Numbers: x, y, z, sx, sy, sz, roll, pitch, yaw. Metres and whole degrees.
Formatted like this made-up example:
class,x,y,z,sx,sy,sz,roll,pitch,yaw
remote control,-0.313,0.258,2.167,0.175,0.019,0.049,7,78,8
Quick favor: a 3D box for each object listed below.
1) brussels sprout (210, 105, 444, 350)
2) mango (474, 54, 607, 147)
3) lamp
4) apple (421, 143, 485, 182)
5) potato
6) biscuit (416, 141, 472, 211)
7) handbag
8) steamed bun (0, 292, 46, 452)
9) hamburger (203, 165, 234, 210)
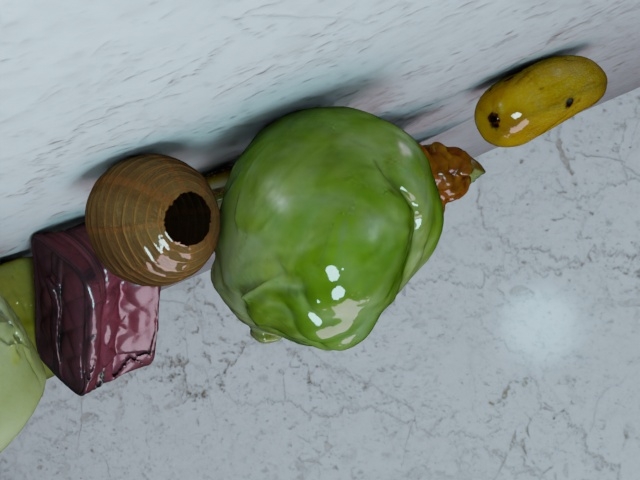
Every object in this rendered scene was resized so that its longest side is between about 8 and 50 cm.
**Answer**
class,x,y,z,sx,sy,sz,roll,pitch,yaw
brussels sprout,0.005,-0.013,0.894,0.243,0.273,0.316,20,166,-9
mango,0.352,-0.230,1.259,0.262,0.109,0.157,-26,170,-30
lamp,-0.168,-0.020,0.799,0.136,0.136,0.136,-22,178,-1
apple,0.162,-0.085,1.633,0.346,0.179,0.254,-37,-147,14
potato,-0.446,0.110,1.112,0.158,0.178,0.203,-2,-147,40
biscuit,0.066,-0.074,1.271,0.318,0.110,0.312,7,157,-37
handbag,-0.293,0.081,1.029,0.135,0.146,0.225,-20,135,-41
steamed bun,-0.429,0.148,0.782,0.273,0.232,0.166,-23,-141,-14
hamburger,-0.124,-0.057,1.057,0.126,0.081,0.141,-21,-170,14
